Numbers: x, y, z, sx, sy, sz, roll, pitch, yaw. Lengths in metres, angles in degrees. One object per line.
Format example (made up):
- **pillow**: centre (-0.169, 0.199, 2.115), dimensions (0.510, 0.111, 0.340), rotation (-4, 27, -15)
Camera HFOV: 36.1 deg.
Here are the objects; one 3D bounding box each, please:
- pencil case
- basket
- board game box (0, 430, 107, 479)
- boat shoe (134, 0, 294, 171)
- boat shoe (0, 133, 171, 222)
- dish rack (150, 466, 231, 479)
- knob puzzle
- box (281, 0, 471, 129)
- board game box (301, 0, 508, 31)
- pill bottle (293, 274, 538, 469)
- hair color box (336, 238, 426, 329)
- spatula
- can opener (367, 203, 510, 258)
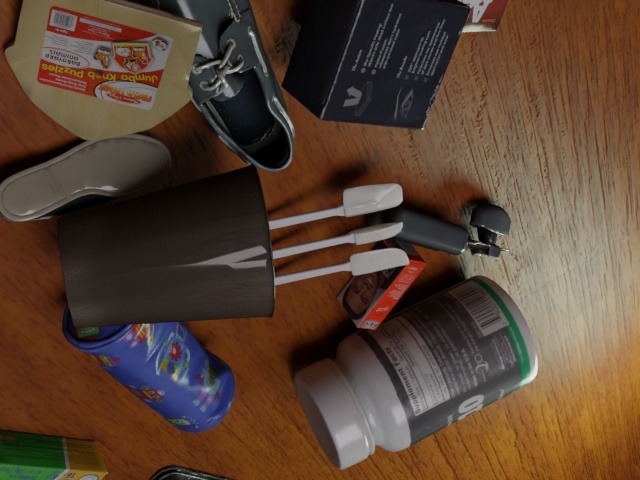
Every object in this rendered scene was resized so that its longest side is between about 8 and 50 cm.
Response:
- **pencil case**: centre (-0.224, 0.149, 1.330), dimensions (0.120, 0.133, 0.306), rotation (0, 148, 24)
- **basket**: centre (-0.178, 0.018, 1.131), dimensions (0.227, 0.154, 0.204), rotation (-9, 135, -11)
- **board game box**: centre (-0.501, 0.410, 1.438), dimensions (0.242, 0.064, 0.316), rotation (20, 117, -46)
- **boat shoe**: centre (-0.102, -0.194, 1.074), dimensions (0.116, 0.099, 0.319), rotation (-32, 142, -5)
- **boat shoe**: centre (-0.274, -0.071, 1.127), dimensions (0.206, 0.075, 0.065), rotation (-21, -177, -25)
- **dish rack**: centre (-0.278, 0.517, 1.712), dimensions (0.271, 0.074, 0.208), rotation (-43, 140, 13)
- **knob puzzle**: centre (-0.227, -0.179, 1.021), dimensions (0.213, 0.030, 0.213), rotation (-1, 141, -1)
- **box**: centre (0.062, -0.219, 1.117), dimensions (0.158, 0.093, 0.155), rotation (0, 121, -38)
- **board game box**: centre (0.119, -0.314, 1.172), dimensions (0.281, 0.027, 0.145), rotation (-9, 136, -29)
- **pill bottle**: centre (0.152, 0.216, 1.606), dimensions (0.361, 0.204, 0.204), rotation (-24, 141, -13)
- **hair color box**: centre (0.092, 0.062, 1.507), dimensions (0.043, 0.072, 0.141), rotation (11, 122, -43)
- **spatula**: centre (0.000, 0.000, 1.372), dimensions (0.242, 0.019, 0.168), rotation (-11, 140, 0)
- **can opener**: centre (0.192, -0.029, 1.505), dimensions (0.284, 0.076, 0.095), rotation (15, 88, -44)
